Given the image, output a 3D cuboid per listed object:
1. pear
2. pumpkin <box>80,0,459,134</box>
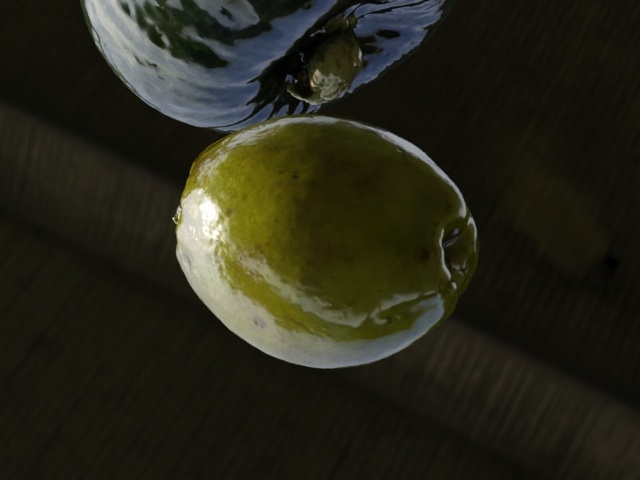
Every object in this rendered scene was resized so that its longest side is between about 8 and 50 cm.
[{"bbox_3d":[0.000,0.000,0.703,0.131,0.107,0.107,6,-135,17],"label":"pear"},{"bbox_3d":[-0.023,-0.197,1.165,0.300,0.300,0.207,-20,-110,-28],"label":"pumpkin"}]
